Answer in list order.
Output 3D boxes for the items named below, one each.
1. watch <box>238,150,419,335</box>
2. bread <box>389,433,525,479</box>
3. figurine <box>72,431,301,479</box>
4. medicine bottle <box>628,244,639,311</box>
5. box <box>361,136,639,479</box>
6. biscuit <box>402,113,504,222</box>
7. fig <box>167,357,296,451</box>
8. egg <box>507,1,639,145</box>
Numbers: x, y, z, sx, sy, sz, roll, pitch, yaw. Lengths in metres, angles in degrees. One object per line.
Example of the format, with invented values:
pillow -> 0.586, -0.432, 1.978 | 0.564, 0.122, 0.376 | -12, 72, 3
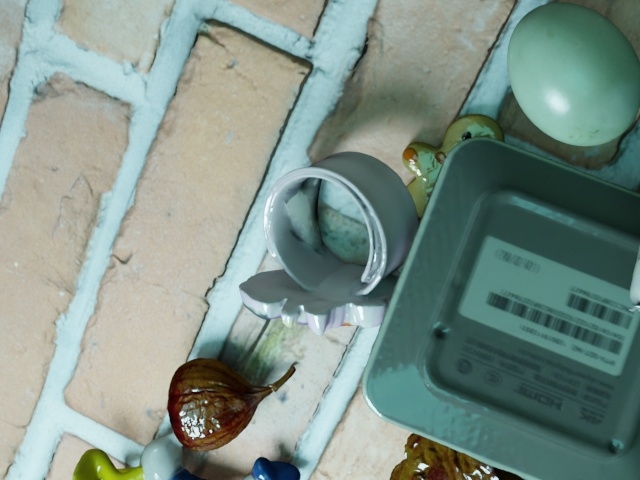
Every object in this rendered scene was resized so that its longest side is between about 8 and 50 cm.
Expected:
watch -> 0.000, 0.000, 1.144 | 0.244, 0.196, 0.231 | 8, 115, 33
bread -> 0.202, 0.393, 1.194 | 0.232, 0.135, 0.247 | -55, 53, 23
figurine -> -0.192, 0.442, 1.326 | 0.338, 0.204, 0.284 | -16, 75, 6
medicine bottle -> 0.494, -0.075, 0.915 | 0.213, 0.213, 0.379 | 15, 83, 10
box -> 0.289, 0.105, 1.053 | 0.395, 0.111, 0.397 | 20, 84, 3
biscuit -> 0.176, -0.077, 1.162 | 0.153, 0.030, 0.234 | 36, 112, 1
fig -> -0.136, 0.258, 1.292 | 0.201, 0.134, 0.146 | -7, 113, 8
egg -> 0.318, -0.208, 1.021 | 0.149, 0.149, 0.192 | -35, 96, 21
